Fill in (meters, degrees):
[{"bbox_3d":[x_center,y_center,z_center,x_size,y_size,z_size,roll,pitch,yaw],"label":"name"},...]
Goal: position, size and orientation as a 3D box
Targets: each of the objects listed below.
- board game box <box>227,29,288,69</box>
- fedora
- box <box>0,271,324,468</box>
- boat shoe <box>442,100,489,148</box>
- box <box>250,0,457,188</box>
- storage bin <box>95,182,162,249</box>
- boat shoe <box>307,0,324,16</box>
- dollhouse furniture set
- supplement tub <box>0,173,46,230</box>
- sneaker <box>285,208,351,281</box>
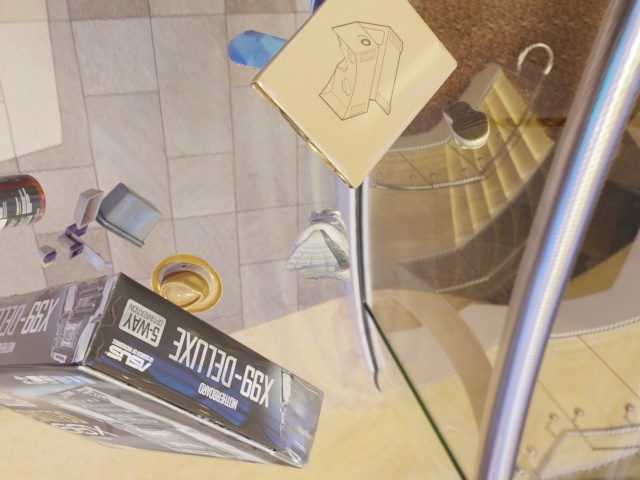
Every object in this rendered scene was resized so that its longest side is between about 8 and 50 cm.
[{"bbox_3d":[-0.152,-0.475,1.639,0.168,0.133,0.033,17,146,3],"label":"board game box"},{"bbox_3d":[-0.357,0.129,1.676,0.194,0.079,0.195,2,116,4],"label":"fedora"},{"bbox_3d":[-0.190,0.132,0.594,0.307,0.077,0.242,-10,143,38],"label":"box"},{"bbox_3d":[0.227,-0.171,0.990,0.056,0.153,0.048,-22,118,3],"label":"boat shoe"},{"bbox_3d":[0.043,-0.186,0.711,0.164,0.021,0.201,44,76,-21],"label":"box"},{"bbox_3d":[-0.414,-0.060,1.372,0.091,0.098,0.135,-49,141,-1],"label":"storage bin"},{"bbox_3d":[0.036,-0.304,1.013,0.108,0.102,0.301,-6,151,-6],"label":"boat shoe"},{"bbox_3d":[-0.325,-0.004,0.890,0.081,0.091,0.114,41,130,7],"label":"dollhouse furniture set"},{"bbox_3d":[-0.634,-0.067,1.213,0.198,0.106,0.106,-20,138,-59],"label":"supplement tub"},{"bbox_3d":[0.000,0.000,1.122,0.110,0.297,0.130,1,81,2],"label":"sneaker"}]
